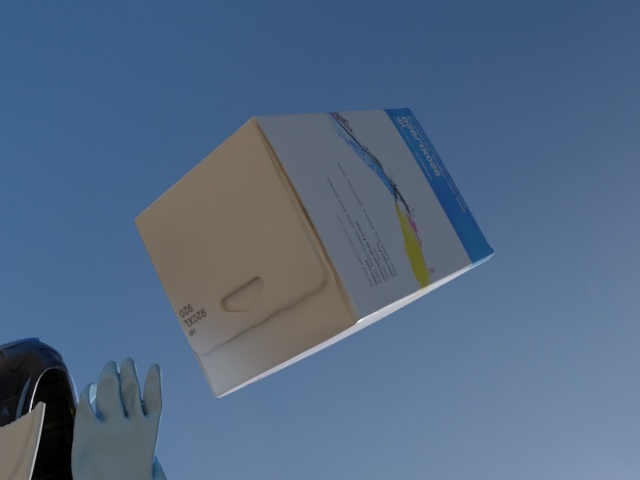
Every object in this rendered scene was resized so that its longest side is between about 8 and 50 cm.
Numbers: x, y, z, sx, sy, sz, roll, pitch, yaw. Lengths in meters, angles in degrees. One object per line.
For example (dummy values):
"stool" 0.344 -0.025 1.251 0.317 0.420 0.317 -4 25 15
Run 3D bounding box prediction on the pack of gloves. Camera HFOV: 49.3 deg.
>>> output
"pack of gloves" -0.186 0.187 0.460 0.195 0.046 0.232 -31 -135 11

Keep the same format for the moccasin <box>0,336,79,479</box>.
"moccasin" -0.319 0.286 0.786 0.116 0.137 0.342 4 -74 47

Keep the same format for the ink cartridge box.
"ink cartridge box" 0.000 0.000 0.610 0.171 0.232 0.168 -34 -100 36
